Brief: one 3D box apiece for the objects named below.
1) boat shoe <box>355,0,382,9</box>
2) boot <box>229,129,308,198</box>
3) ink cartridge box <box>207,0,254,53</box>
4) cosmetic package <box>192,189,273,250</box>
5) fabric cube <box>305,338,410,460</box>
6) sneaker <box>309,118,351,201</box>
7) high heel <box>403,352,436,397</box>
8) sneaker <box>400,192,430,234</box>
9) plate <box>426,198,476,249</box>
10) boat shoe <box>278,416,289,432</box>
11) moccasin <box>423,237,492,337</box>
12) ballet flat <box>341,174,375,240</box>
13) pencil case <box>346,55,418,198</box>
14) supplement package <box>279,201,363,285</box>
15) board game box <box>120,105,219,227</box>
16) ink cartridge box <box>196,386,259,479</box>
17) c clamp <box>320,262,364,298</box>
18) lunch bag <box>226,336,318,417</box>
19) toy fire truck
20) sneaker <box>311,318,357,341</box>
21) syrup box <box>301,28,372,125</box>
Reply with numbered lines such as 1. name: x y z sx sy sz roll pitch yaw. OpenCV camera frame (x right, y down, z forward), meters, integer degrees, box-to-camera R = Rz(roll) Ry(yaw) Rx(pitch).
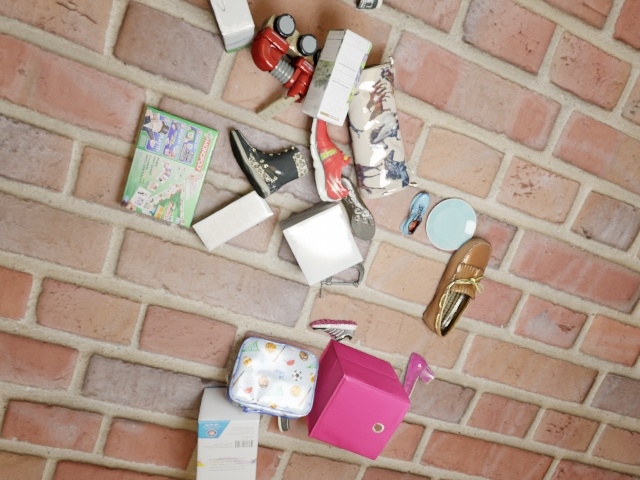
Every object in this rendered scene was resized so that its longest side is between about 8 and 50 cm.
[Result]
1. boat shoe: 0.130 -0.803 1.175 0.079 0.084 0.232 -9 108 -7
2. boot: -0.164 -0.264 1.268 0.179 0.085 0.236 -28 85 -21
3. ink cartridge box: -0.247 -0.620 1.094 0.093 0.212 0.154 -19 105 -4
4. cosmetic package: -0.280 -0.070 1.304 0.239 0.060 0.098 -29 103 -1
5. fabric cube: 0.113 0.549 1.417 0.258 0.259 0.254 27 99 -14
6. sneaker: 0.034 -0.263 1.264 0.119 0.107 0.278 -9 97 5
7. high heel: 0.319 0.548 1.558 0.244 0.082 0.117 -47 74 18
8. sneaker: 0.338 -0.086 1.390 0.064 0.073 0.162 21 100 -13
9. plate: 0.465 -0.058 1.443 0.189 0.024 0.187 -2 104 -9
10. boat shoe: -0.126 0.601 1.484 0.069 0.081 0.227 -5 102 -4
11. moccasin: 0.499 0.169 1.438 0.139 0.147 0.379 29 98 -18
12. ballet flat: 0.116 -0.111 1.364 0.084 0.058 0.249 -27 110 11
13. pencil case: 0.179 -0.344 1.256 0.184 0.160 0.409 -13 105 -3
14. supplement package: 0.000 0.000 1.319 0.194 0.149 0.203 -25 106 -2
15. board game box: -0.464 -0.221 1.246 0.214 0.046 0.316 18 100 -14
16. ink cartridge box: -0.321 0.687 1.414 0.199 0.197 0.269 4 103 -10
17. c clamp: 0.078 0.136 1.435 0.161 0.022 0.137 -1 99 -7
18. lunch bag: -0.167 0.475 1.375 0.304 0.115 0.242 18 61 -11
19. toy fire truck: -0.119 -0.485 1.177 0.217 0.158 0.246 28 91 -33
20. sneaker: 0.049 0.328 1.452 0.171 0.063 0.074 5 97 -15
21. syrup box: 0.042 -0.454 1.131 0.097 0.093 0.236 9 108 -37
